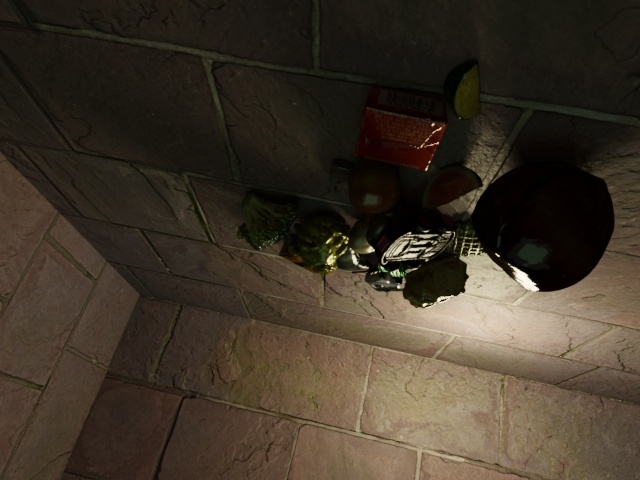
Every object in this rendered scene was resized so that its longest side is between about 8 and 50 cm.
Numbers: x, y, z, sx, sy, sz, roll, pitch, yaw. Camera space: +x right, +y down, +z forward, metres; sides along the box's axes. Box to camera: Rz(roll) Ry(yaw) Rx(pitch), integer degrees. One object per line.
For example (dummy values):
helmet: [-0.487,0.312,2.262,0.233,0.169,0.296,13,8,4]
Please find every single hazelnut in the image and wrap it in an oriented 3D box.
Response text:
hazelnut: [0.679,-0.048,1.432,0.429,0.401,0.402,34,147,-30]

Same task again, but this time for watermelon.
watermelon: [0.433,-0.182,1.535,0.063,0.119,0.245,19,155,-35]
watermelon: [0.375,-0.400,1.239,0.092,0.075,0.181,-37,143,0]

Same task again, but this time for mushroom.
mushroom: [0.194,-0.021,1.947,0.166,0.127,0.166,-11,137,-11]

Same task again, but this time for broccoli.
broccoli: [-0.241,-0.095,1.952,0.245,0.288,0.248,42,-177,-18]

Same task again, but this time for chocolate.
chocolate: [0.235,-0.330,1.361,0.238,0.107,0.234,11,153,3]

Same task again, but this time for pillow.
pillow: [0.116,0.075,2.190,0.186,0.105,0.250,-1,153,33]

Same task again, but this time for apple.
apple: [0.187,-0.184,1.577,0.174,0.188,0.188,0,150,20]

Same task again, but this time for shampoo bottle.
shampoo bottle: [0.073,-0.234,1.693,0.080,0.040,0.165,12,152,0]

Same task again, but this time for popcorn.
popcorn: [0.000,0.000,2.005,0.242,0.235,0.250,25,112,-27]

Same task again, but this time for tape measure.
tape measure: [0.331,0.207,2.325,0.179,0.105,0.196,17,160,-15]

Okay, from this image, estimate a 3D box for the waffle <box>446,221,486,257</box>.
waffle: [0.584,0.001,1.882,0.208,0.054,0.214,33,150,-26]

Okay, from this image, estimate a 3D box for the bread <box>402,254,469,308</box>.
bread: [0.520,0.195,2.097,0.239,0.195,0.252,-19,173,-23]

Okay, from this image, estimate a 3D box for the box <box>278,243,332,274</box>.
box: [-0.067,0.094,2.255,0.237,0.070,0.152,28,164,-35]

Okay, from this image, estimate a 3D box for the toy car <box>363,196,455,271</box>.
toy car: [0.325,-0.048,1.743,0.341,0.240,0.271,0,140,-34]

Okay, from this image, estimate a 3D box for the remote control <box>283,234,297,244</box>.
remote control: [-0.066,0.034,2.278,0.234,0.038,0.098,20,156,-13]

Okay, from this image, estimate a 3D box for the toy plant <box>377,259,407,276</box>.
toy plant: [0.343,0.106,2.149,0.155,0.088,0.240,-27,145,33]

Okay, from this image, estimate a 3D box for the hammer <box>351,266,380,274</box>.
hammer: [0.218,0.158,2.322,0.058,0.029,0.292,-12,178,-19]
